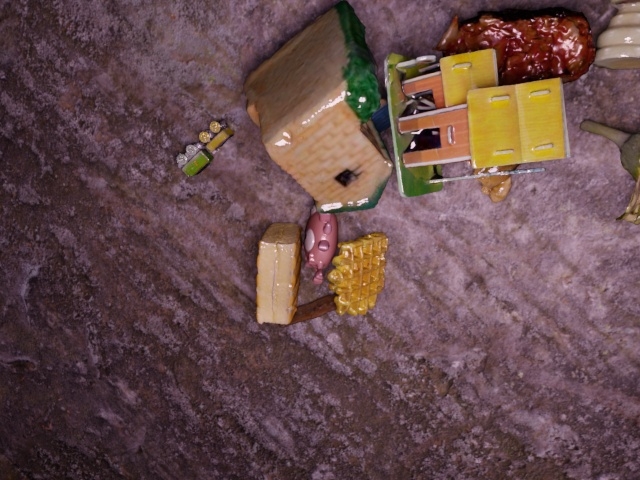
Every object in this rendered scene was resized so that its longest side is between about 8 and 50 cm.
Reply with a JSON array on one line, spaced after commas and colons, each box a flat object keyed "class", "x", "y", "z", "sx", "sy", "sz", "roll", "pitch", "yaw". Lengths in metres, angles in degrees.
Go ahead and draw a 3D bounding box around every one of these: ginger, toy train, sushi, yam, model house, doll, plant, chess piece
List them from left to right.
[{"class": "toy train", "x": -0.333, "y": -0.266, "z": 1.430, "sx": 0.202, "sy": 0.060, "sz": 0.081, "roll": -38, "pitch": 100, "yaw": 20}, {"class": "yam", "x": -0.021, "y": 0.209, "z": 1.480, "sx": 0.241, "sy": 0.057, "sz": 0.056, "roll": -21, "pitch": 99, "yaw": 18}, {"class": "doll", "x": 0.000, "y": 0.000, "z": 1.333, "sx": 0.093, "sy": 0.262, "sz": 0.211, "roll": 10, "pitch": 150, "yaw": -8}, {"class": "model house", "x": 0.044, "y": -0.278, "z": 1.176, "sx": 0.335, "sy": 0.382, "sz": 0.342, "roll": -31, "pitch": 132, "yaw": 19}, {"class": "model house", "x": 0.361, "y": -0.263, "z": 1.046, "sx": 0.324, "sy": 0.340, "sz": 0.300, "roll": -1, "pitch": 98, "yaw": 40}, {"class": "ginger", "x": 0.453, "y": -0.198, "z": 1.233, "sx": 0.115, "sy": 0.081, "sz": 0.205, "roll": 30, "pitch": 115, "yaw": 11}, {"class": "sushi", "x": 0.429, "y": -0.439, "z": 1.121, "sx": 0.343, "sy": 0.182, "sz": 0.196, "roll": -1, "pitch": 103, "yaw": 12}, {"class": "chess piece", "x": 0.686, "y": -0.509, "z": 1.075, "sx": 0.133, "sy": 0.133, "sz": 0.243, "roll": 7, "pitch": 100, "yaw": 12}, {"class": "plant", "x": 0.757, "y": -0.190, "z": 1.086, "sx": 0.261, "sy": 0.297, "sz": 0.306, "roll": -12, "pitch": 140, "yaw": 13}]

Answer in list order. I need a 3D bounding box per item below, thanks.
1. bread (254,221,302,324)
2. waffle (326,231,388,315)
[{"class": "bread", "x": -0.112, "y": 0.085, "z": 1.377, "sx": 0.111, "sy": 0.246, "sz": 0.239, "roll": 5, "pitch": 107, "yaw": 2}, {"class": "waffle", "x": 0.096, "y": 0.103, "z": 1.334, "sx": 0.057, "sy": 0.219, "sz": 0.229, "roll": 15, "pitch": 109, "yaw": 39}]
